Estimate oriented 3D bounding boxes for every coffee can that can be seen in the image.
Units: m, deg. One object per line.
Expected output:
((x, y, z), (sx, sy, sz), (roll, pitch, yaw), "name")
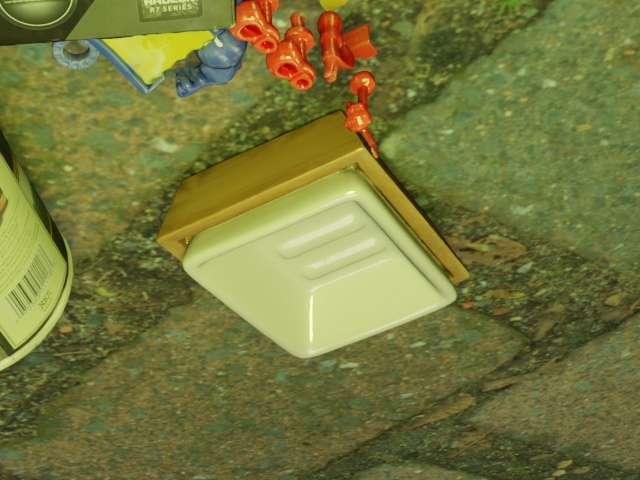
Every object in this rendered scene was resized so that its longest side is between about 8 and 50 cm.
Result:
((-0.350, -0.026, 0.960), (0.201, 0.202, 0.275), (-11, 147, 1), "coffee can")

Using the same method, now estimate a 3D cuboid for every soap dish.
((0.000, 0.000, 1.178), (0.228, 0.118, 0.291), (-23, 144, 17), "soap dish")

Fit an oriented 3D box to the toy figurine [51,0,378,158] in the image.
((-0.128, -0.178, 0.826), (0.217, 0.191, 0.362), (-20, 145, 22), "toy figurine")

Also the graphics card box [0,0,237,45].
((-0.163, -0.265, 0.507), (0.232, 0.094, 0.371), (-5, 134, -7), "graphics card box")
